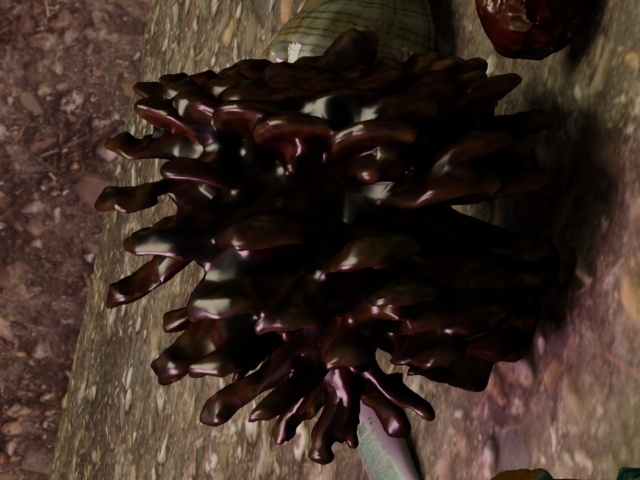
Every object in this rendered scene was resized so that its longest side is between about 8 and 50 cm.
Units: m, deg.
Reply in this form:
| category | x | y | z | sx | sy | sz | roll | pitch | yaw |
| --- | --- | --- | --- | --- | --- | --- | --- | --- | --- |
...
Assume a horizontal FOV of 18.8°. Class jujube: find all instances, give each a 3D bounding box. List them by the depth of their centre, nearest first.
| category | x | y | z | sx | sy | sz | roll | pitch | yaw |
| --- | --- | --- | --- | --- | --- | --- | --- | --- | --- |
| jujube | 0.181 | -0.234 | 1.628 | 0.104 | 0.104 | 0.166 | 150 | 127 | -68 |

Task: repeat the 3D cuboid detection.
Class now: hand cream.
| category | x | y | z | sx | sy | sz | roll | pitch | yaw |
| --- | --- | --- | --- | --- | --- | --- | --- | --- | --- |
| hand cream | 0.065 | 0.216 | 1.852 | 0.174 | 0.047 | 0.076 | -111 | 35 | -44 |

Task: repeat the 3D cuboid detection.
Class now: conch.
| category | x | y | z | sx | sy | sz | roll | pitch | yaw |
| --- | --- | --- | --- | --- | --- | --- | --- | --- | --- |
| conch | 0.049 | -0.207 | 1.971 | 0.203 | 0.169 | 0.386 | 13 | 58 | 51 |

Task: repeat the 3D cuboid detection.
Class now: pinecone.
| category | x | y | z | sx | sy | sz | roll | pitch | yaw |
| --- | --- | --- | --- | --- | --- | --- | --- | --- | --- |
| pinecone | 0.000 | 0.000 | 1.612 | 0.398 | 0.397 | 0.398 | -170 | 90 | -72 |

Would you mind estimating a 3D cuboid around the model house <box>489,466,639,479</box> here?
| category | x | y | z | sx | sy | sz | roll | pitch | yaw |
| --- | --- | --- | --- | --- | --- | --- | --- | --- | --- |
| model house | 0.116 | 0.274 | 1.333 | 0.226 | 0.241 | 0.261 | 154 | 125 | -71 |
